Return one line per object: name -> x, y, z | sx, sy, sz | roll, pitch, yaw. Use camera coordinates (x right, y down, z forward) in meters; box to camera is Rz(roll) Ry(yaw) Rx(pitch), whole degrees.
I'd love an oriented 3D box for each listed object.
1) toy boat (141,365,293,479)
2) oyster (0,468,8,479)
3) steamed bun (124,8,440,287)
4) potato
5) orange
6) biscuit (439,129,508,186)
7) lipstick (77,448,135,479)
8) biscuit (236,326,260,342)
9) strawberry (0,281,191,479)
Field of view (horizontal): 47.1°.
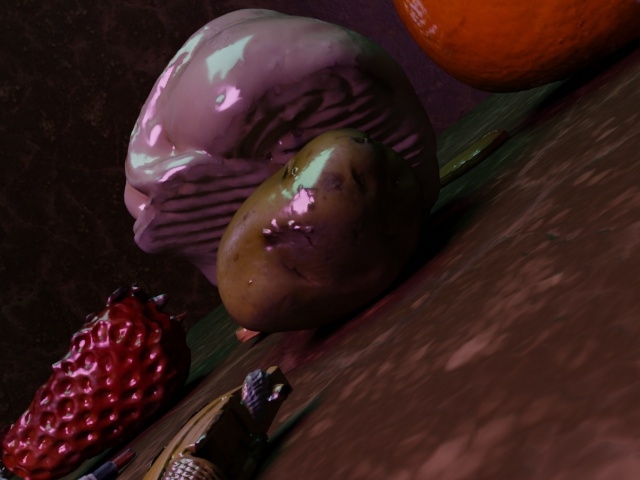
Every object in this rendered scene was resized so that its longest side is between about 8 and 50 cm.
toy boat -> -0.057, 0.123, 0.412 | 0.049, 0.047, 0.149 | -21, 15, 31
oyster -> -0.572, 0.439, 1.083 | 0.162, 0.158, 0.351 | -4, 24, 7
steamed bun -> -0.042, -0.103, 0.794 | 0.309, 0.219, 0.324 | -39, -40, 19
potato -> -0.003, -0.004, 0.643 | 0.200, 0.154, 0.137 | -48, 41, 23
orange -> 0.286, -0.365, 0.926 | 0.424, 0.326, 0.424 | -20, 5, 2
biscuit -> 0.209, -0.117, 1.028 | 0.102, 0.019, 0.130 | -43, 5, -38
lipstick -> -0.239, 0.258, 0.788 | 0.025, 0.025, 0.107 | -36, -3, 43
biscuit -> -0.048, 0.086, 1.017 | 0.133, 0.027, 0.184 | -37, 2, 17
strawberry -> -0.283, 0.206, 1.015 | 0.280, 0.150, 0.253 | -46, -13, -50
